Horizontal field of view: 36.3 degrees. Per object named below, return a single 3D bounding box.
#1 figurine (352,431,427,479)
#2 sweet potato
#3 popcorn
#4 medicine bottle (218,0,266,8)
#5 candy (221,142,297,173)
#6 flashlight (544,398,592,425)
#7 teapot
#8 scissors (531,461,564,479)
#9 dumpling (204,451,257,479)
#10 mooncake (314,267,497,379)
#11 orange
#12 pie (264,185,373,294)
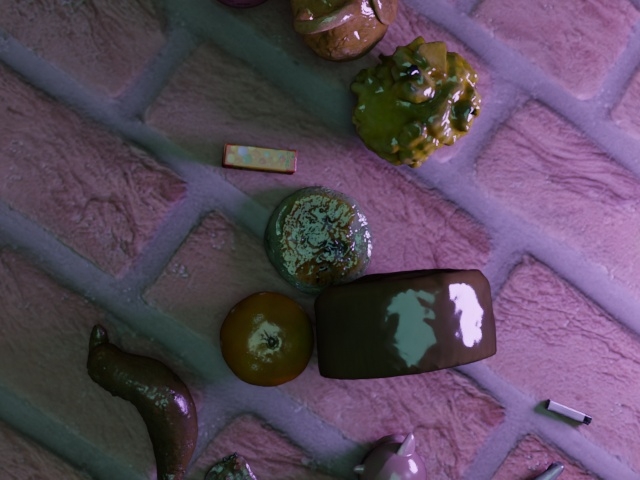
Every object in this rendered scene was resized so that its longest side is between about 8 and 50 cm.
[{"bbox_3d":[0.118,0.390,1.625,0.125,0.125,0.138,43,76,-6],"label":"figurine"},{"bbox_3d":[-0.273,0.264,1.579,0.124,0.098,0.310,-28,97,15],"label":"sweet potato"},{"bbox_3d":[0.151,-0.227,1.587,0.218,0.169,0.189,-35,95,-10],"label":"popcorn"},{"bbox_3d":[-0.120,-0.434,1.507,0.147,0.247,0.147,0,90,-8],"label":"medicine bottle"},{"bbox_3d":[-0.100,-0.134,1.609,0.122,0.062,0.038,5,89,-7],"label":"candy"},{"bbox_3d":[0.435,0.301,1.712,0.083,0.018,0.018,22,88,-7],"label":"flashlight"},{"bbox_3d":[0.053,-0.386,1.530,0.167,0.311,0.203,-6,114,24],"label":"teapot"},{"bbox_3d":[0.313,0.483,1.688,0.289,0.041,0.138,-42,88,-4],"label":"scissors"},{"bbox_3d":[-0.125,0.532,1.612,0.166,0.086,0.332,-28,91,-9],"label":"dumpling"},{"bbox_3d":[0.131,0.125,1.540,0.285,0.284,0.155,-7,87,-7],"label":"mooncake"},{"bbox_3d":[-0.086,0.161,1.587,0.156,0.124,0.156,-1,95,-9],"label":"orange"},{"bbox_3d":[0.000,0.000,1.636,0.187,0.041,0.186,0,91,-9],"label":"pie"}]
